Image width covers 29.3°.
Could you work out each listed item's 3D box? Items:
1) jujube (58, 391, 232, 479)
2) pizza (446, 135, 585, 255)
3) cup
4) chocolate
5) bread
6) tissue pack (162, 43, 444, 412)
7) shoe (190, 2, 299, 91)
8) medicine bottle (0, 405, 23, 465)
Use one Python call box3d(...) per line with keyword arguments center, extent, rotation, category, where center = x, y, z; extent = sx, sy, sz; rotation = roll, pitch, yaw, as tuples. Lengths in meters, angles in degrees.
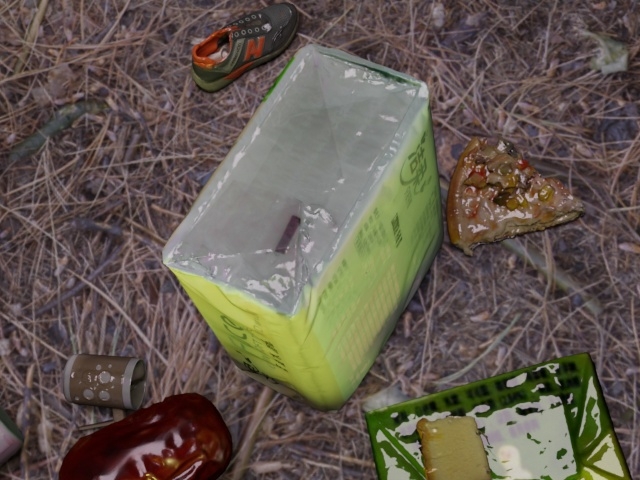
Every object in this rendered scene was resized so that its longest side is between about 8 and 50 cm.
box3d(center=(-0.223, 0.292, 1.576), extent=(0.230, 0.155, 0.155), rotation=(-30, 68, -9), category="jujube")
box3d(center=(0.276, -0.059, 1.721), extent=(0.195, 0.052, 0.185), rotation=(9, 72, 9), category="pizza")
box3d(center=(-0.295, 0.204, 1.673), extent=(0.099, 0.102, 0.074), rotation=(5, 30, 9), category="cup")
box3d(center=(0.234, 0.323, 1.525), extent=(0.300, 0.137, 0.289), rotation=(-16, 67, 1), category="chocolate")
box3d(center=(0.159, 0.250, 1.447), extent=(0.084, 0.080, 0.109), rotation=(-12, 69, 2), category="bread")
box3d(center=(0.000, 0.000, 1.537), extent=(0.205, 0.405, 0.332), rotation=(25, 73, 18), category="tissue pack")
box3d(center=(-0.114, -0.303, 1.845), extent=(0.194, 0.077, 0.074), rotation=(-36, 68, -8), category="shoe")
box3d(center=(-0.497, 0.276, 1.622), extent=(0.168, 0.135, 0.135), rotation=(-41, 70, -10), category="medicine bottle")
